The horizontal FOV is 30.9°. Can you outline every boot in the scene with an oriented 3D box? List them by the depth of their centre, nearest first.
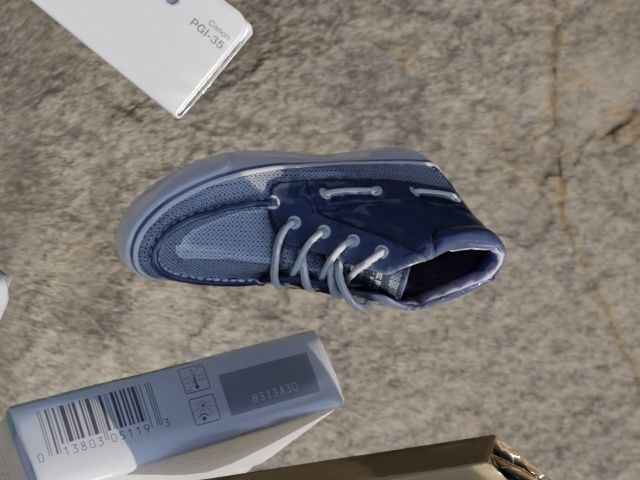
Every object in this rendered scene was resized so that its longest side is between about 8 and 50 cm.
[{"bbox_3d":[0.000,0.000,0.580,0.190,0.086,0.069,-13,131,-27],"label":"boot"}]

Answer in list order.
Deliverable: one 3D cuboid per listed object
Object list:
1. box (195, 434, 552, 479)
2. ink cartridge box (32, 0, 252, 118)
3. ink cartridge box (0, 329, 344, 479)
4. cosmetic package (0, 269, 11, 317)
[{"bbox_3d":[0.045,0.153,0.575,0.164,0.201,0.021,41,49,-34],"label":"box"},{"bbox_3d":[-0.189,-0.237,1.182,0.207,0.283,0.117,39,92,-11],"label":"ink cartridge box"},{"bbox_3d":[-0.110,0.131,0.701,0.181,0.225,0.056,-13,74,-28],"label":"ink cartridge box"},{"bbox_3d":[-0.167,0.085,0.218,0.086,0.117,0.231,26,88,15],"label":"cosmetic package"}]
